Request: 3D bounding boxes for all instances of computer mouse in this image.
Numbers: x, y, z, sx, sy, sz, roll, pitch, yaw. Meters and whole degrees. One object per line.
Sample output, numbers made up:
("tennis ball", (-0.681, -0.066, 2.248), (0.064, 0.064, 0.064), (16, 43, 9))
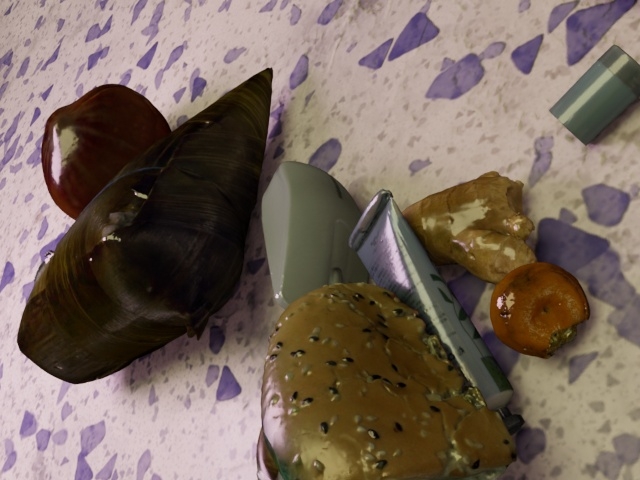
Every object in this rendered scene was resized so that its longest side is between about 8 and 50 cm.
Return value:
("computer mouse", (0.000, 0.000, 0.918), (0.079, 0.127, 0.231), (-41, 44, 31))

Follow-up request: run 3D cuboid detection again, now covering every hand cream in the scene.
("hand cream", (0.101, 0.070, 0.768), (0.256, 0.055, 0.088), (58, 142, 27))

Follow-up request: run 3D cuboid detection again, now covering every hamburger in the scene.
("hamburger", (0.028, 0.159, 0.706), (0.288, 0.192, 0.168), (54, 139, 48))

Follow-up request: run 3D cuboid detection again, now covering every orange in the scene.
("orange", (0.188, 0.060, 0.724), (0.086, 0.086, 0.062), (-64, 4, -4))

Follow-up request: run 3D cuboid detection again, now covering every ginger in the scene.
("ginger", (0.130, -0.015, 0.823), (0.205, 0.081, 0.115), (0, 87, 44))

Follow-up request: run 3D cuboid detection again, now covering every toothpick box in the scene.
("toothpick box", (0.263, -0.136, 0.774), (0.083, 0.052, 0.052), (-46, 41, 18))

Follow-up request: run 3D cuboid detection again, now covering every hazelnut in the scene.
("hazelnut", (-0.344, -0.130, 1.301), (0.229, 0.229, 0.230), (-26, 50, 35))

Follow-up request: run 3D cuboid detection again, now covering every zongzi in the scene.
("zongzi", (-0.231, -0.022, 1.165), (0.403, 0.207, 0.432), (-33, 27, 43))
